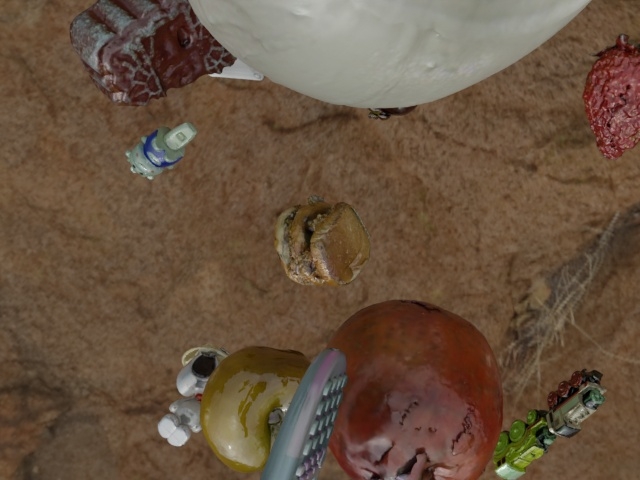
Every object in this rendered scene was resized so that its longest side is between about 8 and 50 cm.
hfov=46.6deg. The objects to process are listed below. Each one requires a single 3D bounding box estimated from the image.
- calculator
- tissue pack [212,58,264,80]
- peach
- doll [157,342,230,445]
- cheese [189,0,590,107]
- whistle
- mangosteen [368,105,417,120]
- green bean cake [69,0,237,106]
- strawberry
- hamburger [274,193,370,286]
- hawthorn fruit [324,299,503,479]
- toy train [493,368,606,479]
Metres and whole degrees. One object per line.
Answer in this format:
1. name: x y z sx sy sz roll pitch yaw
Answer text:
1. calculator: -0.031 0.268 0.862 0.041 0.185 0.298 19 90 14
2. tissue pack: -0.195 -0.491 1.636 0.160 0.136 0.246 10 147 20
3. peach: -0.108 0.320 1.411 0.251 0.153 0.251 -9 111 -25
4. doll: -0.320 0.383 1.903 0.208 0.271 0.144 53 127 13
5. cheese: 0.025 -0.146 0.365 0.198 0.189 0.154 9 88 -32
6. whistle: -0.404 -0.228 1.883 0.244 0.092 0.110 -25 115 34
7. mangosteen: 0.148 -0.313 1.590 0.140 0.140 0.140 4 119 7
8. green bean cake: -0.248 -0.304 1.139 0.097 0.233 0.198 44 162 25
9. strawberry: 0.576 -0.264 1.419 0.175 0.098 0.228 16 111 -10
10. hamburger: 0.011 -0.001 2.050 0.211 0.245 0.260 -5 90 44
11. hawthorn fruit: 0.127 0.243 1.015 0.276 0.307 0.276 -4 121 -6
12. toy train: 0.368 0.297 1.200 0.053 0.085 0.249 23 128 -15
